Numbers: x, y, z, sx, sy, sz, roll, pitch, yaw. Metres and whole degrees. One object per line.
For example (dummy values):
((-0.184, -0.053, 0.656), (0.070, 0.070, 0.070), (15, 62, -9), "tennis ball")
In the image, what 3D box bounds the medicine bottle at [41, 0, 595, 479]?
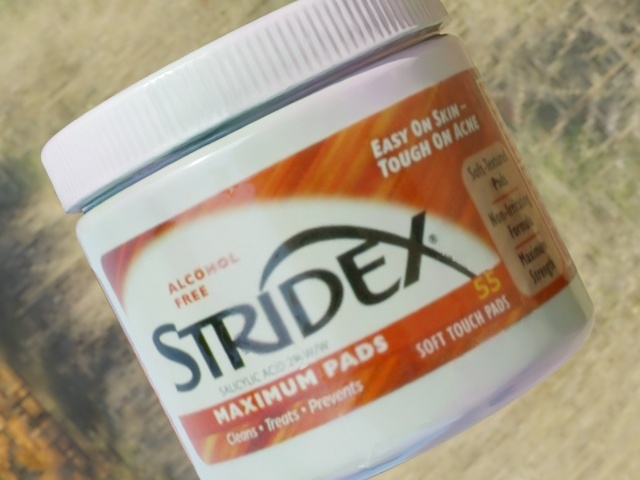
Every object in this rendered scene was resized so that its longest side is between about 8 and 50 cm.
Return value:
((0.000, 0.000, 0.892), (0.241, 0.252, 0.252), (63, 168, -1), "medicine bottle")
